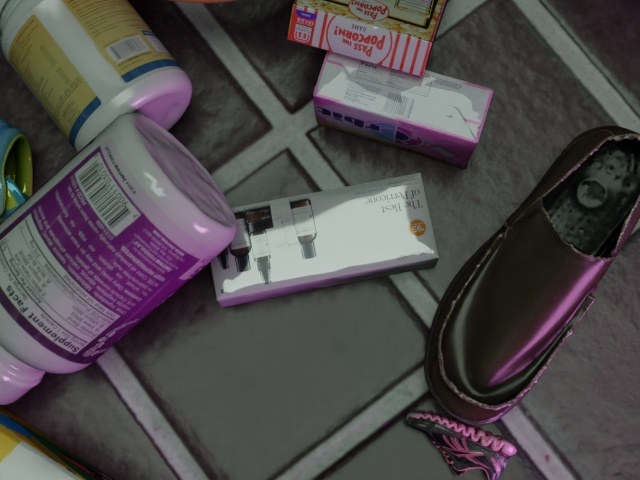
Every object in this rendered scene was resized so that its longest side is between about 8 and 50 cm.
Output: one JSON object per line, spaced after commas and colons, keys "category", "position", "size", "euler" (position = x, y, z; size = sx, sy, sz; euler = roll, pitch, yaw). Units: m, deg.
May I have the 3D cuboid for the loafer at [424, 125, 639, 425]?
{"category": "loafer", "position": [0.227, 0.021, 1.100], "size": [0.134, 0.130, 0.366], "euler": [31, 82, 6]}

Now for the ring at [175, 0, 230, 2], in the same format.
{"category": "ring", "position": [-0.116, -0.386, 1.185], "size": [0.336, 0.032, 0.337], "euler": [-1, 59, 2]}

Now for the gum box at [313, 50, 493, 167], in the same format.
{"category": "gum box", "position": [0.081, -0.144, 1.144], "size": [0.188, 0.107, 0.062], "euler": [17, 80, 4]}

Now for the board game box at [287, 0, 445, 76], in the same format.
{"category": "board game box", "position": [0.061, -0.260, 1.142], "size": [0.146, 0.045, 0.193], "euler": [17, 41, 5]}

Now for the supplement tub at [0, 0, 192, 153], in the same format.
{"category": "supplement tub", "position": [-0.248, -0.196, 1.141], "size": [0.144, 0.144, 0.200], "euler": [-37, 81, -5]}

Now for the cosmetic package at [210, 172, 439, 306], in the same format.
{"category": "cosmetic package", "position": [0.000, 0.000, 1.144], "size": [0.239, 0.060, 0.099], "euler": [-11, 80, -1]}

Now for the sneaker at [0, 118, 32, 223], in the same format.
{"category": "sneaker", "position": [-0.422, -0.011, 1.122], "size": [0.208, 0.127, 0.319], "euler": [24, 82, 7]}

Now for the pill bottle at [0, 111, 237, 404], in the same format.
{"category": "pill bottle", "position": [-0.244, 0.027, 1.073], "size": [0.301, 0.169, 0.169], "euler": [-40, 81, 11]}

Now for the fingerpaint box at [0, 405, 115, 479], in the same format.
{"category": "fingerpaint box", "position": [-0.341, 0.415, 1.021], "size": [0.371, 0.163, 0.445], "euler": [31, 80, 6]}

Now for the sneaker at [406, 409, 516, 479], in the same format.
{"category": "sneaker", "position": [0.142, 0.216, 1.113], "size": [0.119, 0.047, 0.057], "euler": [21, 92, 6]}
